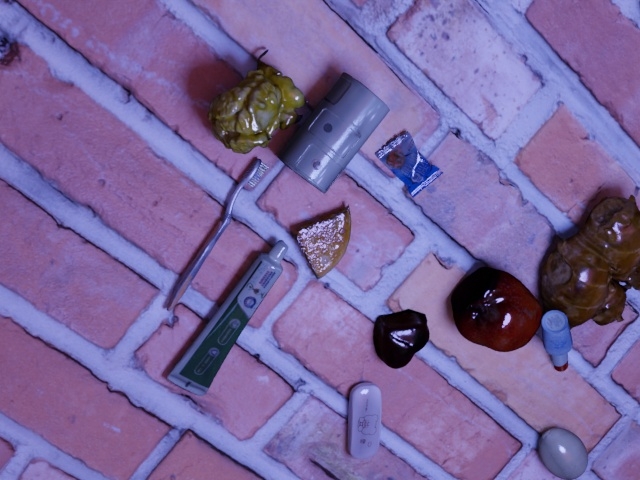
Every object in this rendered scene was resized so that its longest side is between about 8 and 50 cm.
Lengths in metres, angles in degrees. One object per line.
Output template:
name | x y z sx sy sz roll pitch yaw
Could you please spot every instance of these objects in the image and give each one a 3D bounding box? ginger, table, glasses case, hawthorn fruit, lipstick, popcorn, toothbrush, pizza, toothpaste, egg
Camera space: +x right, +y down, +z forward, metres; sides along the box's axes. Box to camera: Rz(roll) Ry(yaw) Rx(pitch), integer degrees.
ginger | 0.655 0.075 2.046 0.357 0.152 0.274 -49 134 2
table | 0.026 -0.217 1.761 0.126 0.126 0.220 38 92 -24
glasses case | 0.104 0.425 2.028 0.074 0.049 0.193 -3 109 -17
hawthorn fruit | 0.417 0.167 1.991 0.251 0.189 0.189 26 98 -42
lipstick | 0.566 0.249 2.052 0.068 0.061 0.274 -12 147 12
popcorn | -0.126 -0.264 1.680 0.195 0.168 0.173 -37 77 -15
toothbrush | -0.222 -0.009 1.801 0.037 0.028 0.375 31 95 -31
pizza | 0.000 0.000 1.866 0.131 0.041 0.178 6 105 -22
toothpaste | -0.186 0.163 1.851 0.099 0.061 0.392 32 98 -24
egg | 0.616 0.541 2.191 0.114 0.114 0.152 -40 110 -2

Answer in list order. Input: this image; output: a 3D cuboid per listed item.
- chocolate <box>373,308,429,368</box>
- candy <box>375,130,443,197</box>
chocolate | 0.188 0.220 1.975 0.149 0.080 0.125 -42 114 0
candy | 0.194 -0.168 1.880 0.088 0.038 0.136 -39 107 12
